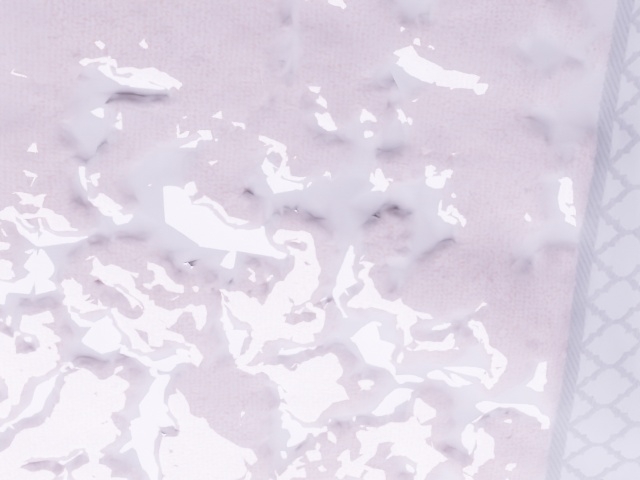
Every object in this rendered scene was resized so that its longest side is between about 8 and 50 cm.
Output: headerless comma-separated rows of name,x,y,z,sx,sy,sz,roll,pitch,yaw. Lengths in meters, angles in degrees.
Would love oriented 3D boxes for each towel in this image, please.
towel,0.027,-0.009,0.589,0.053,0.317,0.332,-96,9,-61
